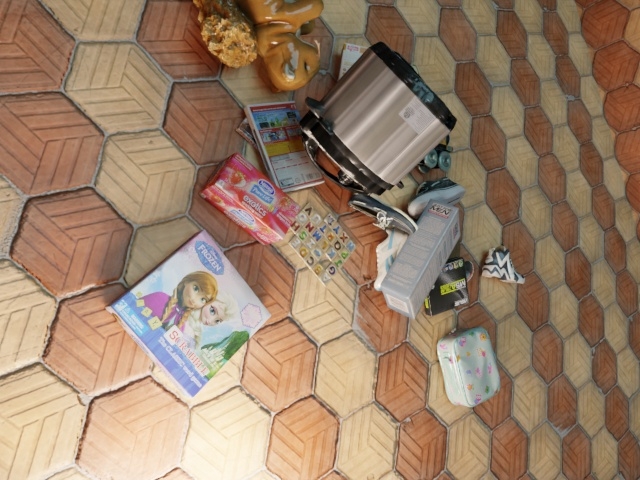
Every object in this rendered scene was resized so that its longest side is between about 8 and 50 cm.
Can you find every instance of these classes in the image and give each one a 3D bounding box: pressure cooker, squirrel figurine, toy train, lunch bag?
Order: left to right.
[{"bbox_3d":[-0.180,-0.631,1.540,0.396,0.281,0.371,-18,103,-22],"label":"squirrel figurine"},{"bbox_3d":[0.158,-0.351,1.597,0.370,0.420,0.375,49,18,12],"label":"pressure cooker"},{"bbox_3d":[0.373,-0.360,1.902,0.333,0.142,0.190,4,89,-40],"label":"toy train"},{"bbox_3d":[0.553,0.470,1.926,0.224,0.108,0.279,-14,88,-31],"label":"lunch bag"}]

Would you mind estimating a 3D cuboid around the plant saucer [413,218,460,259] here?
[{"bbox_3d":[0.452,0.016,1.977,0.277,0.041,0.278,8,77,-35],"label":"plant saucer"}]

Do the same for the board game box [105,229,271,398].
[{"bbox_3d":[-0.336,0.190,1.362,0.318,0.066,0.319,-46,109,-32],"label":"board game box"}]

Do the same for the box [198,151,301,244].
[{"bbox_3d":[-0.202,-0.116,1.477,0.257,0.122,0.128,40,60,-23],"label":"box"}]

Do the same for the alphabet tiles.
[{"bbox_3d":[0.000,0.000,1.673,0.237,0.009,0.198,51,58,-18],"label":"alphabet tiles"}]

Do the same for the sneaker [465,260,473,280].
[{"bbox_3d":[0.555,0.137,2.019,0.065,0.061,0.158,37,62,-18],"label":"sneaker"}]

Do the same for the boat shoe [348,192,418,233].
[{"bbox_3d":[0.210,-0.088,1.731,0.254,0.095,0.079,35,75,13],"label":"boat shoe"}]

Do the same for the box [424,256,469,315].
[{"bbox_3d":[0.469,0.171,1.919,0.190,0.045,0.184,-13,98,-25],"label":"box"}]

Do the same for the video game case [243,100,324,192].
[{"bbox_3d":[-0.110,-0.298,1.609,0.204,0.025,0.285,-20,89,-43],"label":"video game case"}]

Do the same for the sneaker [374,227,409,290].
[{"bbox_3d":[0.235,0.066,1.788,0.229,0.092,0.087,-65,161,-6],"label":"sneaker"}]

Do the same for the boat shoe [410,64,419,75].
[{"bbox_3d":[0.361,-0.598,2.011,0.072,0.068,0.190,-15,81,-24],"label":"boat shoe"}]

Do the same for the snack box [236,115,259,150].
[{"bbox_3d":[-0.178,-0.308,1.590,0.178,0.022,0.064,41,59,-24],"label":"snack box"}]

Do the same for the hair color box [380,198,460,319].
[{"bbox_3d":[0.355,0.063,1.770,0.375,0.113,0.185,-56,151,-18],"label":"hair color box"}]

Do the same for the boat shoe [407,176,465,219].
[{"bbox_3d":[0.420,-0.166,1.949,0.335,0.121,0.119,-18,52,-45],"label":"boat shoe"}]

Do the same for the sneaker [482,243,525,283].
[{"bbox_3d":[0.789,0.095,2.169,0.234,0.094,0.153,14,82,-23],"label":"sneaker"}]

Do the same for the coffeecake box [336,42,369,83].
[{"bbox_3d":[0.135,-0.581,1.791,0.142,0.068,0.186,10,82,-7],"label":"coffeecake box"}]
